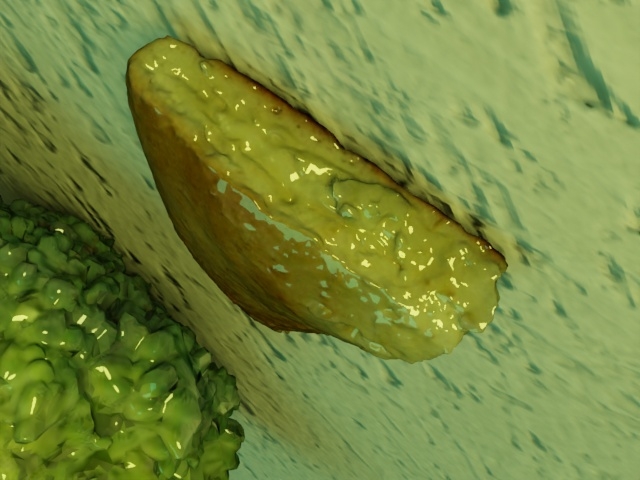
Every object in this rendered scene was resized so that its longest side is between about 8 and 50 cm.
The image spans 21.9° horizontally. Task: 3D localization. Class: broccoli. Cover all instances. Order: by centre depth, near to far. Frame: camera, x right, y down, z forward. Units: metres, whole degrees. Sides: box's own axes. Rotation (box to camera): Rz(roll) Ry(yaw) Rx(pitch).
[{"bbox_3d":[-0.181,0.102,0.839,0.277,0.318,0.338,21,-162,11],"label":"broccoli"}]

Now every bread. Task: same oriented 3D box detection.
[{"bbox_3d":[-0.020,-0.015,0.575,0.136,0.054,0.154,48,157,-21],"label":"bread"}]
